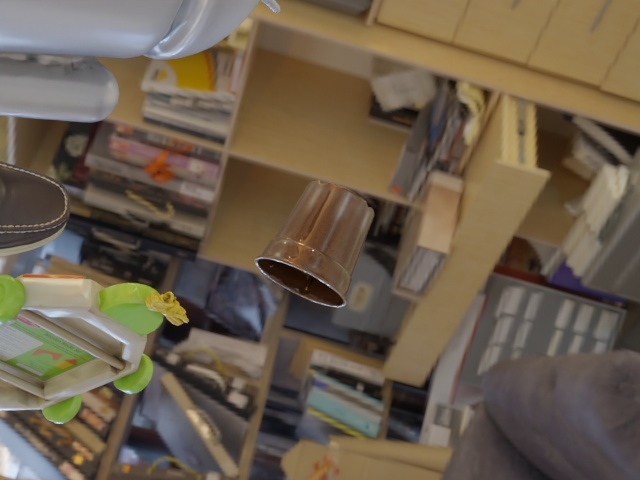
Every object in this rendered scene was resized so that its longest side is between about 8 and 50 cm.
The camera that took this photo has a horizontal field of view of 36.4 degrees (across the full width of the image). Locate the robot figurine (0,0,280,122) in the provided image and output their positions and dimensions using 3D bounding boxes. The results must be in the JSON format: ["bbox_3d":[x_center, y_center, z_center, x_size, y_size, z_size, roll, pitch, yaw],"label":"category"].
[{"bbox_3d":[-0.168,-0.215,0.599,0.200,0.353,0.300,45,129,44],"label":"robot figurine"}]

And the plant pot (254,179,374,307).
[{"bbox_3d":[0.000,0.000,1.619,0.165,0.166,0.167,-64,2,-17],"label":"plant pot"}]

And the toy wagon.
[{"bbox_3d":[-0.316,0.121,1.180,0.267,0.344,0.068,44,-152,-52],"label":"toy wagon"}]

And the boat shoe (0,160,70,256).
[{"bbox_3d":[-0.375,-0.049,0.967,0.092,0.285,0.103,-29,60,46],"label":"boat shoe"}]
